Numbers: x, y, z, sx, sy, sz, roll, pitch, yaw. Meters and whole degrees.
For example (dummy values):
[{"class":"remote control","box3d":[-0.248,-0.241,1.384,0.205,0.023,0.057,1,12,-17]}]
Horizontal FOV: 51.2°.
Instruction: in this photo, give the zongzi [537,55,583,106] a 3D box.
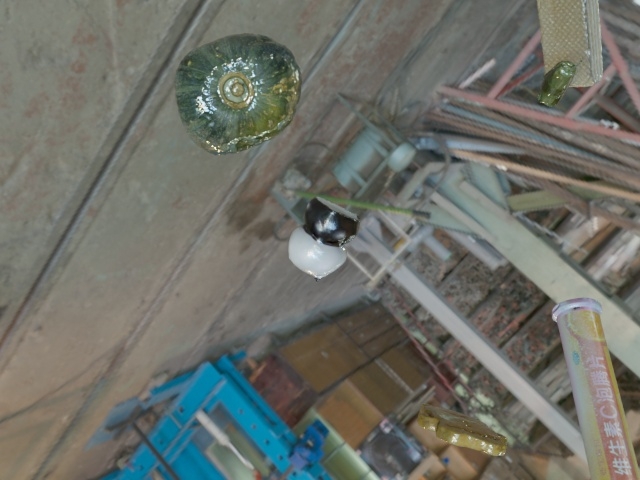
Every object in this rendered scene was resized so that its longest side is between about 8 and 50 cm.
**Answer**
[{"class":"zongzi","box3d":[0.561,-0.401,1.540,0.130,0.062,0.154,-59,171,-31]}]

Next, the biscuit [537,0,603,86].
[{"class":"biscuit","box3d":[0.593,-0.584,1.618,0.078,0.144,0.426,-32,120,-35]}]

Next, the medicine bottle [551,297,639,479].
[{"class":"medicine bottle","box3d":[0.579,0.329,1.394,0.108,0.426,0.108,0,145,0]}]

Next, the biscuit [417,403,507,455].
[{"class":"biscuit","box3d":[0.283,0.377,1.360,0.249,0.184,0.035,86,20,-87]}]

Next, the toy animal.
[{"class":"toy animal","box3d":[0.004,-0.004,2.061,0.235,0.187,0.165,-64,169,16]}]

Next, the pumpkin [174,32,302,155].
[{"class":"pumpkin","box3d":[-0.205,-0.375,1.710,0.327,0.292,0.257,-13,-161,-10]}]
